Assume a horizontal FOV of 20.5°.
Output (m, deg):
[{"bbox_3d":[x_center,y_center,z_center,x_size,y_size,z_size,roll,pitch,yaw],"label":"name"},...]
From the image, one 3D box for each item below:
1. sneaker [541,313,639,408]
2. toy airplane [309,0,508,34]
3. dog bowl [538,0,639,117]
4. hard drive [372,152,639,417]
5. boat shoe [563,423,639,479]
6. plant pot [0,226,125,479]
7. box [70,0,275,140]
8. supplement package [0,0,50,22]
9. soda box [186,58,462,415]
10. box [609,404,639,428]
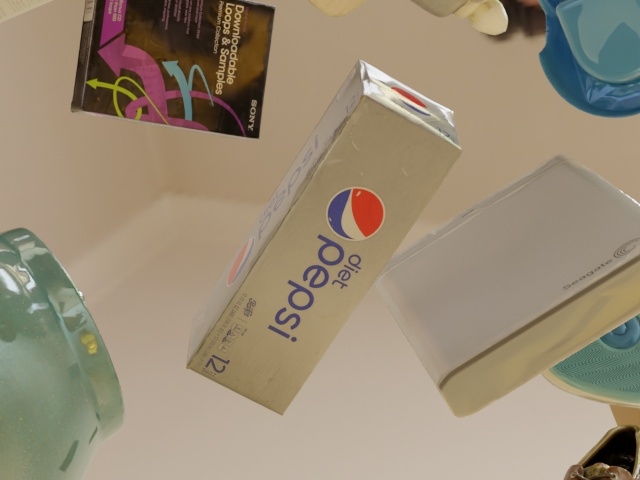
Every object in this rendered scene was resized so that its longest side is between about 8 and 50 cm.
[{"bbox_3d":[0.371,0.155,1.976,0.319,0.208,0.127,0,-116,-12],"label":"sneaker"},{"bbox_3d":[0.172,-0.324,1.234,0.384,0.386,0.272,-5,-135,-4],"label":"toy airplane"},{"bbox_3d":[0.284,-0.272,1.798,0.166,0.297,0.074,-22,178,26],"label":"dog bowl"},{"bbox_3d":[0.175,0.028,1.582,0.233,0.047,0.353,-32,-164,1],"label":"hard drive"},{"bbox_3d":[0.327,0.317,2.154,0.110,0.104,0.307,6,-160,21],"label":"boat shoe"},{"bbox_3d":[-0.267,0.106,1.302,0.196,0.293,0.293,-27,-150,-22],"label":"plant pot"},{"bbox_3d":[-0.119,-0.150,1.455,0.162,0.116,0.029,7,179,-29],"label":"box"},{"bbox_3d":[-0.406,-0.283,1.778,0.244,0.134,0.139,-22,-123,4],"label":"supplement package"},{"bbox_3d":[0.000,0.000,1.468,0.098,0.286,0.091,28,-159,-14],"label":"soda box"},{"bbox_3d":[0.465,0.161,2.437,0.121,0.148,0.311,-1,-126,-26],"label":"box"}]
